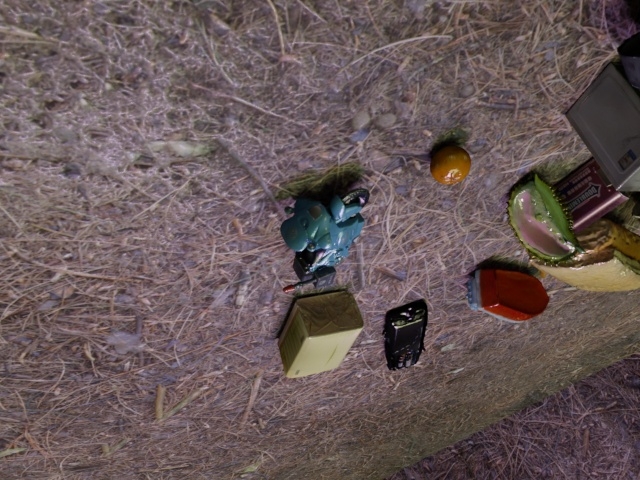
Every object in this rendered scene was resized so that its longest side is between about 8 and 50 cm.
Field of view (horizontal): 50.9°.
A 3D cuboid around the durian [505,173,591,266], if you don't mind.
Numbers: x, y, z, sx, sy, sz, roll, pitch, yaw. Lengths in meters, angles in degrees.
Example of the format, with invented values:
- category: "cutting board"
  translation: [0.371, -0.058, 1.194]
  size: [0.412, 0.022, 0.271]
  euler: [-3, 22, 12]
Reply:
- category: "durian"
  translation: [0.519, -0.042, 1.548]
  size: [0.095, 0.221, 0.137]
  euler: [-21, 170, -43]

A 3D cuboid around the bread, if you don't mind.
- category: "bread"
  translation: [0.731, 0.047, 1.808]
  size: [0.236, 0.165, 0.375]
  euler: [-9, 164, 39]

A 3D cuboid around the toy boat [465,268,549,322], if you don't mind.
- category: "toy boat"
  translation: [0.534, 0.165, 1.935]
  size: [0.331, 0.145, 0.133]
  euler: [14, 158, -42]

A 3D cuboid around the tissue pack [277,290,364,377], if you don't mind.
- category: "tissue pack"
  translation: [-0.005, 0.245, 1.728]
  size: [0.159, 0.125, 0.234]
  euler: [-6, 147, -24]

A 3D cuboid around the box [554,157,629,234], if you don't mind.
- category: "box"
  translation: [0.596, -0.082, 1.591]
  size: [0.069, 0.120, 0.224]
  euler: [11, 136, -48]

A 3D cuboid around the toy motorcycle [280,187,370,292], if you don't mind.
- category: "toy motorcycle"
  translation: [0.000, 0.000, 1.351]
  size: [0.182, 0.124, 0.272]
  euler: [-19, 151, -24]

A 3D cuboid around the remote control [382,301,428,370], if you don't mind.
- category: "remote control"
  translation: [0.259, 0.308, 2.058]
  size: [0.144, 0.062, 0.399]
  euler: [-18, 150, -5]

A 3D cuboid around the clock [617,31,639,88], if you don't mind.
- category: "clock"
  translation: [0.646, -0.330, 1.075]
  size: [0.312, 0.312, 0.061]
  euler: [-23, 108, 3]

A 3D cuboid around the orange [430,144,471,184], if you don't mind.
- category: "orange"
  translation: [0.256, -0.148, 1.320]
  size: [0.083, 0.070, 0.083]
  euler: [-12, 150, -7]

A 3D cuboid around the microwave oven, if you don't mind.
- category: "microwave oven"
  translation: [0.605, -0.217, 1.293]
  size: [0.129, 0.205, 0.163]
  euler: [-2, 146, -30]

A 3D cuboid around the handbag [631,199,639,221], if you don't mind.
- category: "handbag"
  translation: [0.927, -0.078, 1.805]
  size: [0.182, 0.117, 0.270]
  euler: [-40, 149, 20]
